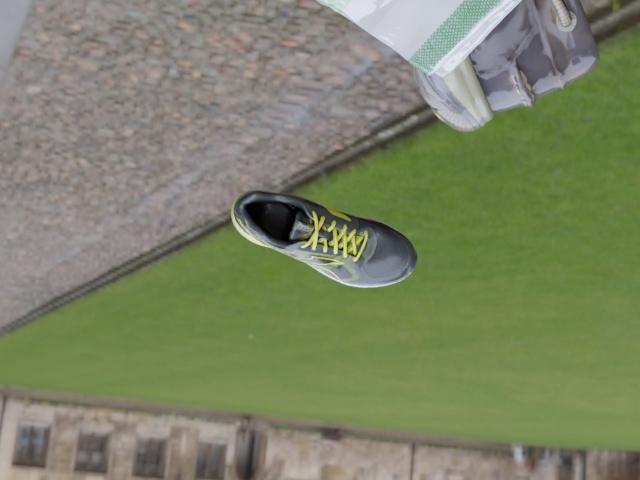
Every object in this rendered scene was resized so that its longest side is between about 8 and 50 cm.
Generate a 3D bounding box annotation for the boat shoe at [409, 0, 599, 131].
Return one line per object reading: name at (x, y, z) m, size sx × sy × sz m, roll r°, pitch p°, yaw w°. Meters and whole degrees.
boat shoe at (0.095, -0.252, 0.663) m, size 0.130 × 0.356 × 0.132 m, roll -12°, pitch -178°, yaw 12°

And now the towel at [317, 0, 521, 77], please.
towel at (0.002, -0.114, 0.317) m, size 0.152 × 0.023 × 0.113 m, roll 28°, pitch 148°, yaw -13°

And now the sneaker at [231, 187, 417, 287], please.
sneaker at (0.000, 0.000, 0.440) m, size 0.083 × 0.031 × 0.035 m, roll 16°, pitch 180°, yaw 3°
